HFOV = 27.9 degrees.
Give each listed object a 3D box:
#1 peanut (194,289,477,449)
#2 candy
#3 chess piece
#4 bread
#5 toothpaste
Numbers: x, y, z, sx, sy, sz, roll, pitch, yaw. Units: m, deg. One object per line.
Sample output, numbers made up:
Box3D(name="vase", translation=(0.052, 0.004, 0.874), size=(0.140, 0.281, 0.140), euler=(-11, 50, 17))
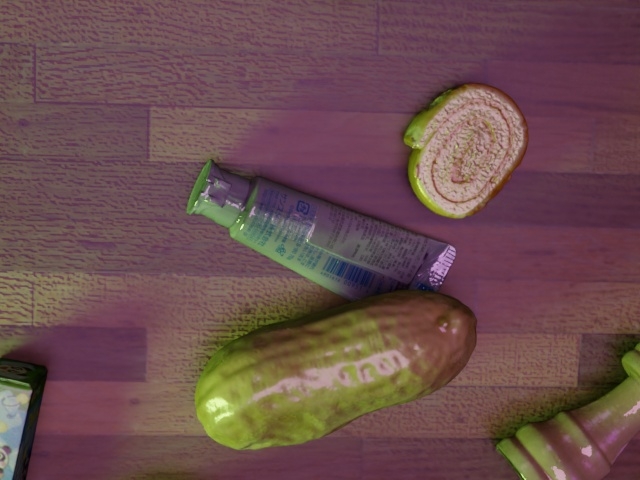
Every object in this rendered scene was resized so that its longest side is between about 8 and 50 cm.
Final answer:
Box3D(name="peanut", translation=(0.018, 0.137, 1.403), size=(0.319, 0.147, 0.147), euler=(-19, 99, -3))
Box3D(name="candy", translation=(-0.352, 0.234, 1.410), size=(0.062, 0.097, 0.194), euler=(13, 96, -3))
Box3D(name="chess piece", translation=(0.390, 0.161, 1.455), size=(0.397, 0.117, 0.117), euler=(-37, 99, -1))
Box3D(name="bread", translation=(0.155, -0.102, 1.422), size=(0.122, 0.073, 0.149), euler=(39, 91, -3))
Box3D(name="toothpaste", translation=(0.000, 0.000, 1.426), size=(0.299, 0.073, 0.114), euler=(24, 97, -15))
